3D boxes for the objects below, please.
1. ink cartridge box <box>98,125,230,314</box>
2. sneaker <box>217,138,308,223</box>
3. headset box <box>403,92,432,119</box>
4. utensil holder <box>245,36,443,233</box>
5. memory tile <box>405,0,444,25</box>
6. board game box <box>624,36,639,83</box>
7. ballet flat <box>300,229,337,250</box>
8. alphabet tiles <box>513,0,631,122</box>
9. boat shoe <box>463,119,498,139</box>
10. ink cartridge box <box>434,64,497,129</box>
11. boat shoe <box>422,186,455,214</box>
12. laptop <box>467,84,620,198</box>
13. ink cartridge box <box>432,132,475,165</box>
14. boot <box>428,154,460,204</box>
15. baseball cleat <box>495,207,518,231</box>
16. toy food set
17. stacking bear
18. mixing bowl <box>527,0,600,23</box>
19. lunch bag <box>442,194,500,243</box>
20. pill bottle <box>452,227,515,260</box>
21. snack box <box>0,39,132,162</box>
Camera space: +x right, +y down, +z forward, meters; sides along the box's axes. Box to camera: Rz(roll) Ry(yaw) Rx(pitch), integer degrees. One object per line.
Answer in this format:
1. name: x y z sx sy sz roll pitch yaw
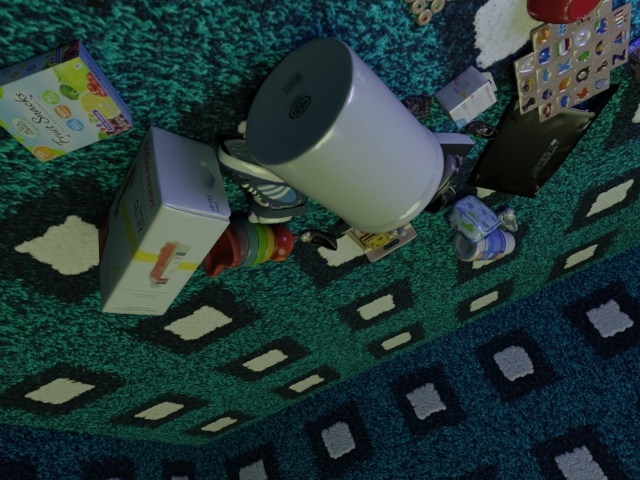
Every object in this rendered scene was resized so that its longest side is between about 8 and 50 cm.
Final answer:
1. ink cartridge box: -0.401 -0.038 1.013 0.161 0.279 0.384 14 131 -41
2. sneaker: -0.173 -0.132 1.146 0.323 0.130 0.236 5 133 -43
3. headset box: 0.269 -0.373 1.168 0.083 0.032 0.062 -18 145 -6
4. utensil holder: 0.064 -0.228 0.988 0.328 0.327 0.386 -39 142 22
5. memory tile: 0.238 -0.562 0.912 0.113 0.012 0.148 -38 143 20
6. board game box: 1.109 -0.534 1.211 0.232 0.290 0.141 -40 144 24
7. ballet flat: 0.000 0.000 1.499 0.173 0.049 0.057 12 131 -41
8. alphabet tiles: 0.723 -0.515 1.184 0.343 0.011 0.285 -27 128 4
9. boat shoe: 0.520 -0.357 1.330 0.133 0.042 0.049 1 141 -29
10. ink cartridge box: 0.413 -0.406 1.156 0.143 0.089 0.092 -37 144 17
11. boat shoe: 0.384 -0.148 1.467 0.340 0.113 0.127 12 131 -41
12. laptop: 0.794 -0.371 1.492 0.408 0.236 0.381 11 140 1
13. ink cartridge box: 0.316 -0.264 1.318 0.333 0.065 0.165 -5 143 -23
14. boot: 0.222 -0.185 1.236 0.223 0.118 0.338 37 125 -24
15. baseball cleat: 0.833 -0.087 1.870 0.110 0.072 0.206 -18 147 21
16. toy food set: 0.225 -0.030 1.552 0.220 0.092 0.306 -32 144 12
17. stacking bear: -0.206 0.011 1.304 0.289 0.164 0.175 -2 163 -46
18. mixing bowl: 0.615 -0.603 1.002 0.182 0.098 0.181 -16 146 -11
19. lunch bag: 0.583 -0.080 1.579 0.219 0.176 0.090 -24 155 -48
20. pill bottle: 0.746 0.015 1.867 0.272 0.152 0.152 -1 140 -29
21. snack box: -0.517 -0.268 0.817 0.207 0.070 0.174 -21 146 0
